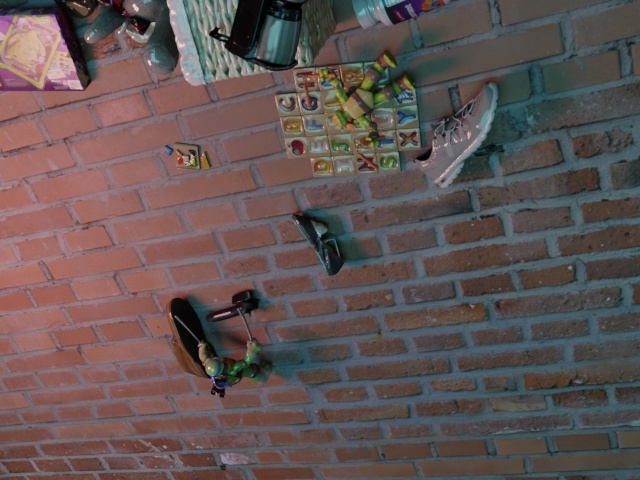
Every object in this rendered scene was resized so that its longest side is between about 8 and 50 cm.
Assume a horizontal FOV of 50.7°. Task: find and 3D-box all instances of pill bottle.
[{"bbox_3d":[0.168,-0.515,1.411,0.193,0.108,0.108,-15,117,23],"label":"pill bottle"}]

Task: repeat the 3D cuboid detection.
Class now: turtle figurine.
[{"bbox_3d":[-0.259,0.331,2.023,0.197,0.275,0.266,-29,151,6],"label":"turtle figurine"},{"bbox_3d":[0.109,-0.316,1.553,0.217,0.087,0.270,-36,99,22],"label":"turtle figurine"}]

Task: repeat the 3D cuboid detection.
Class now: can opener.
[{"bbox_3d":[-0.264,0.210,2.021,0.186,0.073,0.059,-26,151,30],"label":"can opener"}]

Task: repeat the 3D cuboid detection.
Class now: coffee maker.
[{"bbox_3d":[-0.102,-0.406,1.167,0.171,0.120,0.178,16,122,-3],"label":"coffee maker"}]

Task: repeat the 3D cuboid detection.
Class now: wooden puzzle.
[{"bbox_3d":[-0.353,-0.220,1.789,0.116,0.014,0.079,2,122,14],"label":"wooden puzzle"}]

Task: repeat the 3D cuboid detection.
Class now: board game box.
[{"bbox_3d":[-0.772,-0.475,1.695,0.346,0.056,0.208,3,138,12],"label":"board game box"}]

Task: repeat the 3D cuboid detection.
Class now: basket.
[{"bbox_3d":[-0.136,-0.520,1.358,0.266,0.328,0.332,-1,121,13],"label":"basket"}]

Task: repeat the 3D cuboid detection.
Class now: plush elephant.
[{"bbox_3d":[-0.414,-0.521,1.467,0.255,0.330,0.272,-13,132,40],"label":"plush elephant"}]

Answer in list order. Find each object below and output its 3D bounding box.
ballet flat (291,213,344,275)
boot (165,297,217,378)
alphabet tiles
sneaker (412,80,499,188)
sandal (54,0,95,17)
[{"bbox_3d":[0.000,0.000,1.811,0.074,0.074,0.203,-25,106,27],"label":"ballet flat"},{"bbox_3d":[-0.426,0.308,2.093,0.115,0.112,0.306,-1,124,27],"label":"boot"},{"bbox_3d":[0.067,-0.288,1.640,0.342,0.011,0.285,-2,121,16],"label":"alphabet tiles"},{"bbox_3d":[0.309,-0.246,1.546,0.115,0.105,0.281,27,125,-3],"label":"sneaker"},{"bbox_3d":[-0.622,-0.655,1.548,0.120,0.086,0.303,2,141,32],"label":"sandal"}]
